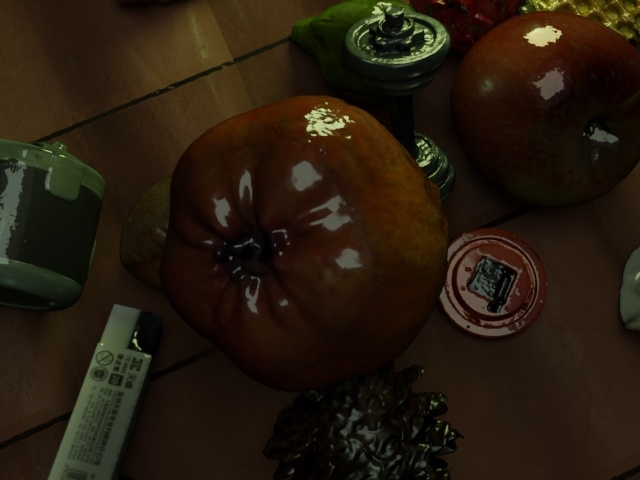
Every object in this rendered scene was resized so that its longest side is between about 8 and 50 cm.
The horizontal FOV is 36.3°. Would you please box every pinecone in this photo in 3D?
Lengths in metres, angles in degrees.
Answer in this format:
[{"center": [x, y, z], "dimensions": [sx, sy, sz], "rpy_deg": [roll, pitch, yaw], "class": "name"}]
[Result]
[{"center": [0.082, 0.331, 1.583], "dimensions": [0.298, 0.242, 0.296], "rpy_deg": [-42, 78, -3], "class": "pinecone"}]

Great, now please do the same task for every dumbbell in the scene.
[{"center": [0.141, -0.215, 1.679], "dimensions": [0.179, 0.406, 0.179], "rpy_deg": [-5, 42, 5], "class": "dumbbell"}]

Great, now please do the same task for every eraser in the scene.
[{"center": [-0.352, 0.293, 1.578], "dimensions": [0.098, 0.096, 0.404], "rpy_deg": [13, 49, -1], "class": "eraser"}]

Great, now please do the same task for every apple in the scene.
[{"center": [0.403, -0.233, 1.714], "dimensions": [0.348, 0.349, 0.277], "rpy_deg": [-33, 35, -10], "class": "apple"}]

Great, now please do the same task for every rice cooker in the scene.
[{"center": [-0.517, -0.031, 1.663], "dimensions": [0.288, 0.288, 0.277], "rpy_deg": [8, 73, 1], "class": "rice cooker"}]

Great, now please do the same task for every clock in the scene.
[{"center": [0.306, 0.076, 1.758], "dimensions": [0.205, 0.051, 0.205], "rpy_deg": [0, 73, -2], "class": "clock"}]

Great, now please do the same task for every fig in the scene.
[{"center": [0.053, -0.374, 1.829], "dimensions": [0.275, 0.206, 0.206], "rpy_deg": [28, 75, 30], "class": "fig"}]

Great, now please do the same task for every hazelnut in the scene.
[{"center": [-0.243, -0.008, 1.714], "dimensions": [0.214, 0.176, 0.214], "rpy_deg": [-6, 110, -16], "class": "hazelnut"}]

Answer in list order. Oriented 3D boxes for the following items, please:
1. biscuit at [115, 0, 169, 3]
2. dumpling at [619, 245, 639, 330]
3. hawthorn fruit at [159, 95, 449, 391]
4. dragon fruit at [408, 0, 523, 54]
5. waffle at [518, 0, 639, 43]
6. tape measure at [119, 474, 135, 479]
[{"center": [-0.314, -0.625, 1.912], "dimensions": [0.318, 0.110, 0.312], "rpy_deg": [-32, 80, -9], "class": "biscuit"}, {"center": [0.669, 0.070, 1.735], "dimensions": [0.242, 0.187, 0.318], "rpy_deg": [15, 60, 44], "class": "dumpling"}, {"center": [0.000, 0.000, 1.521], "dimensions": [0.471, 0.472, 0.472], "rpy_deg": [0, 74, -1], "class": "hawthorn fruit"}, {"center": [0.290, -0.478, 1.837], "dimensions": [0.205, 0.210, 0.268], "rpy_deg": [23, 83, 44], "class": "dragon fruit"}, {"center": [0.523, -0.504, 1.917], "dimensions": [0.329, 0.062, 0.329], "rpy_deg": [0, 73, 0], "class": "waffle"}, {"center": [-0.361, 0.425, 1.622], "dimensions": [0.179, 0.104, 0.107], "rpy_deg": [29, 87, 3], "class": "tape measure"}]
